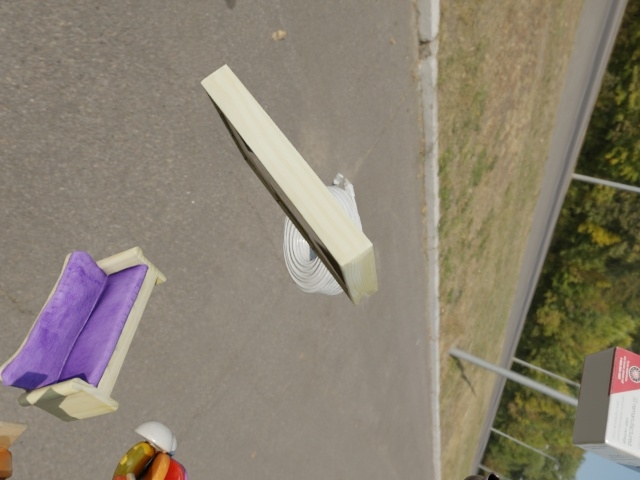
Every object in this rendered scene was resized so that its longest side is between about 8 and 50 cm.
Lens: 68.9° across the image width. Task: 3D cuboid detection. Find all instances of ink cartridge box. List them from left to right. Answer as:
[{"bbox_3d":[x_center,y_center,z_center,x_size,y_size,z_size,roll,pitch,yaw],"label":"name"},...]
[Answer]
[{"bbox_3d":[0.673,0.361,0.925,0.114,0.273,0.197,103,10,-65],"label":"ink cartridge box"}]

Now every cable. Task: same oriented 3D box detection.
[{"bbox_3d":[0.000,0.000,1.101,0.089,0.257,0.257,2,148,-34],"label":"cable"}]

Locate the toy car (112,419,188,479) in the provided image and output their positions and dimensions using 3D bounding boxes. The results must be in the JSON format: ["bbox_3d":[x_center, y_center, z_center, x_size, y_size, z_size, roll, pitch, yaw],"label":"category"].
[{"bbox_3d":[-0.304,0.427,0.843,0.159,0.136,0.182,-59,175,-30],"label":"toy car"}]

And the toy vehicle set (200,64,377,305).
[{"bbox_3d":[-0.031,-0.056,0.536,0.035,0.267,0.166,-35,160,-5],"label":"toy vehicle set"}]

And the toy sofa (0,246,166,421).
[{"bbox_3d":[-0.483,0.174,0.990,0.177,0.150,0.362,56,26,-37],"label":"toy sofa"}]

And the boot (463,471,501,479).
[{"bbox_3d":[0.310,0.634,1.035,0.248,0.090,0.207,-52,159,-25],"label":"boot"}]

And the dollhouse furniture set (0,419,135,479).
[{"bbox_3d":[-0.373,0.348,0.575,0.135,0.262,0.259,-43,139,6],"label":"dollhouse furniture set"}]
